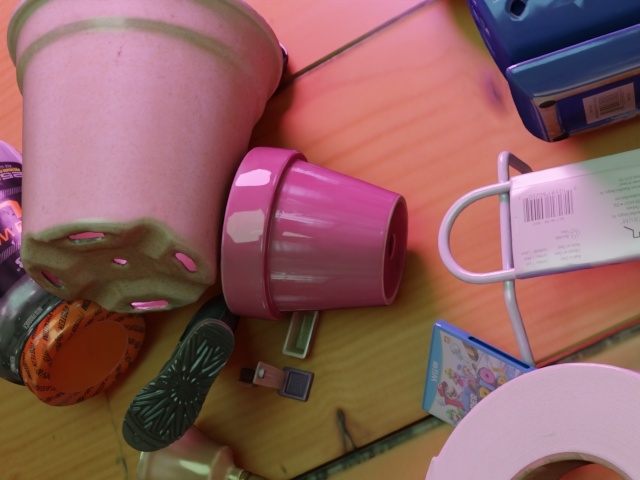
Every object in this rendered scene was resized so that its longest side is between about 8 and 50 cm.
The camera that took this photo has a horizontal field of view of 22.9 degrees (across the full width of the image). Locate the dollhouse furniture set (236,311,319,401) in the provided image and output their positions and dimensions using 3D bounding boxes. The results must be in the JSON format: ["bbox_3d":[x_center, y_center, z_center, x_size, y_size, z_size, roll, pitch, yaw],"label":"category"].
[{"bbox_3d":[-0.058,0.121,1.866,0.091,0.081,0.114,12,82,31],"label":"dollhouse furniture set"}]

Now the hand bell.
[{"bbox_3d":[-0.080,0.284,1.836,0.242,0.126,0.126,15,84,20],"label":"hand bell"}]

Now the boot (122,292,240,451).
[{"bbox_3d":[-0.158,0.148,1.845,0.076,0.208,0.190,42,91,-11],"label":"boot"}]

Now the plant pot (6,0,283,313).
[{"bbox_3d":[-0.220,-0.095,1.832,0.333,0.334,0.306,-11,58,26],"label":"plant pot"}]

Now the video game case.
[{"bbox_3d":[0.186,0.170,1.718,0.166,0.015,0.119,27,127,32],"label":"video game case"}]

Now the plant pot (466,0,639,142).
[{"bbox_3d":[0.283,-0.241,1.678,0.235,0.236,0.212,-18,74,9],"label":"plant pot"}]

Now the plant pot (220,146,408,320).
[{"bbox_3d":[0.000,0.000,1.815,0.180,0.201,0.201,7,80,15],"label":"plant pot"}]

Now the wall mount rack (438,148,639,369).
[{"bbox_3d":[0.308,0.034,1.669,0.350,0.130,0.304,-11,68,27],"label":"wall mount rack"}]

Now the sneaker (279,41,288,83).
[{"bbox_3d":[-0.177,-0.255,2.010,0.283,0.124,0.107,22,88,31],"label":"sneaker"}]

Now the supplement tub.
[{"bbox_3d":[-0.380,0.040,1.994,0.338,0.207,0.207,44,99,30],"label":"supplement tub"}]

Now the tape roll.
[{"bbox_3d":[0.262,0.313,1.548,0.392,0.072,0.392,-9,76,39],"label":"tape roll"}]
